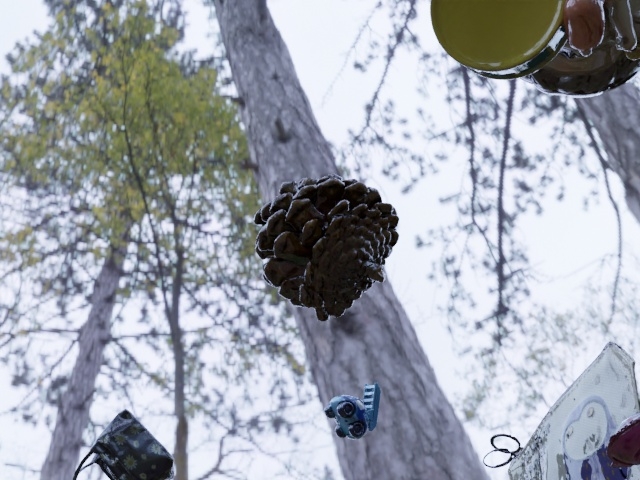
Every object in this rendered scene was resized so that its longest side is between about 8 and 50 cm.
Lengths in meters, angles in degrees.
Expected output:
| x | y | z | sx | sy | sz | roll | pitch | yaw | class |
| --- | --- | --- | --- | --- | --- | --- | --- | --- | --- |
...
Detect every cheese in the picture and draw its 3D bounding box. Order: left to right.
| x | y | z | sx | sy | sz | roll | pitch | yaw | class |
| --- | --- | --- | --- | --- | --- | --- | --- | --- | --- |
| 0.372 | 0.209 | 1.058 | 0.095 | 0.038 | 0.145 | 4 | -52 | -26 | cheese |

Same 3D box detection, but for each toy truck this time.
| x | y | z | sx | sy | sz | roll | pitch | yaw | class |
| --- | --- | --- | --- | --- | --- | --- | --- | --- | --- |
| 0.059 | 0.259 | 1.447 | 0.056 | 0.090 | 0.073 | -20 | -80 | 55 | toy truck |

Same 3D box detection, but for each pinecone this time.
| x | y | z | sx | sy | sz | roll | pitch | yaw | class |
| --- | --- | --- | --- | --- | --- | --- | --- | --- | --- |
| 0.000 | 0.002 | 1.221 | 0.185 | 0.212 | 0.169 | -29 | -74 | -23 | pinecone |

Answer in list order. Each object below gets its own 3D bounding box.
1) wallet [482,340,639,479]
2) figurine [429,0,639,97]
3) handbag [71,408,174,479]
| x | y | z | sx | sy | sz | roll | pitch | yaw | class |
| --- | --- | --- | --- | --- | --- | --- | --- | --- | --- |
| 0.361 | 0.325 | 1.330 | 0.068 | 0.275 | 0.335 | 12 | -50 | -21 | wallet |
| 0.188 | -0.184 | 0.728 | 0.158 | 0.161 | 0.275 | -49 | -24 | 18 | figurine |
| -0.287 | 0.321 | 1.322 | 0.139 | 0.115 | 0.072 | -37 | -20 | -30 | handbag |
